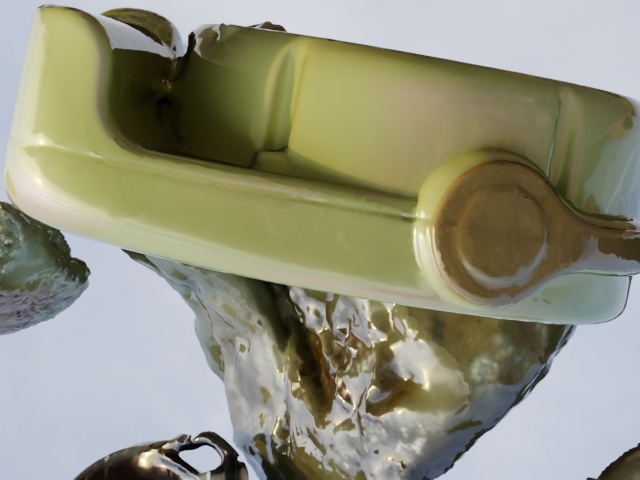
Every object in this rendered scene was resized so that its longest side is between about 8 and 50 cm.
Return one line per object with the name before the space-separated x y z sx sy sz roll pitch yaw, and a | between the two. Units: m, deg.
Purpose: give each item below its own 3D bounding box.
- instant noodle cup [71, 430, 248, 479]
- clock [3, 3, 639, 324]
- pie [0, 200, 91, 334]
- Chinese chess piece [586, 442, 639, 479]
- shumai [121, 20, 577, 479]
instant noodle cup | -0.094 0.303 1.324 0.181 0.302 0.258 23 -161 -48
clock | 0.039 -0.028 0.705 0.308 0.096 0.235 11 -177 8
pie | -0.317 0.041 1.235 0.302 0.067 0.302 -12 168 -3
Chinese chess piece | 0.240 0.250 1.326 0.237 0.238 0.092 -19 -122 -41
shumai | 0.000 0.000 1.279 0.323 0.397 0.324 42 -119 -13
